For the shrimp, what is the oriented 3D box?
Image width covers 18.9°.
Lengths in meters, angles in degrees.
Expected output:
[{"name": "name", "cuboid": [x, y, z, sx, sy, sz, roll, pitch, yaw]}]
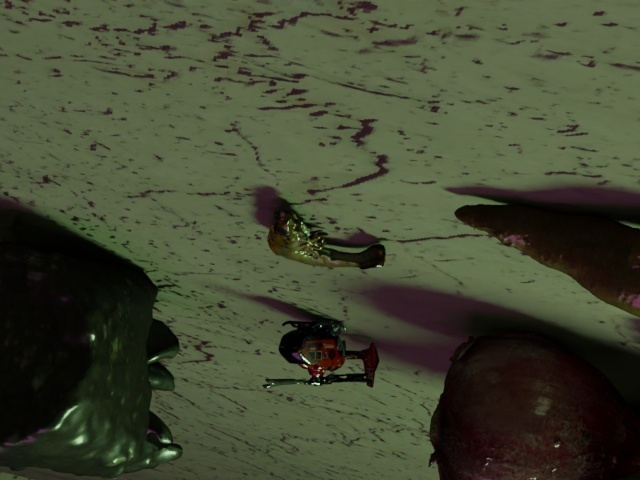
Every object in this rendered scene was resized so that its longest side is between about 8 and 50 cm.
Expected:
[{"name": "shrimp", "cuboid": [0.000, 0.000, 1.380, 0.091, 0.025, 0.127, 9, 169, 14]}]

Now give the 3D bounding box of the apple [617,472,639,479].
[{"name": "apple", "cuboid": [0.292, 0.312, 1.641, 0.257, 0.233, 0.295, 9, 156, -1]}]

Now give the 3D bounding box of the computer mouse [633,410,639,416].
[{"name": "computer mouse", "cuboid": [0.310, 0.205, 1.771, 0.168, 0.087, 0.295, 29, 147, -20]}]

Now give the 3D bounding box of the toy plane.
[{"name": "toy plane", "cuboid": [0.007, 0.101, 1.691, 0.037, 0.060, 0.145, 0, 176, 40]}]

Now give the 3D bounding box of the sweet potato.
[{"name": "sweet potato", "cuboid": [0.188, 0.016, 1.203, 0.226, 0.068, 0.068, 9, 165, 19]}]

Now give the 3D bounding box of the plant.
[{"name": "plant", "cuboid": [-0.227, 0.102, 1.646, 0.199, 0.188, 0.276, 5, 168, 13]}]

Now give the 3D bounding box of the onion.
[{"name": "onion", "cuboid": [0.186, 0.158, 1.557, 0.194, 0.159, 0.159, 7, 165, 5]}]
